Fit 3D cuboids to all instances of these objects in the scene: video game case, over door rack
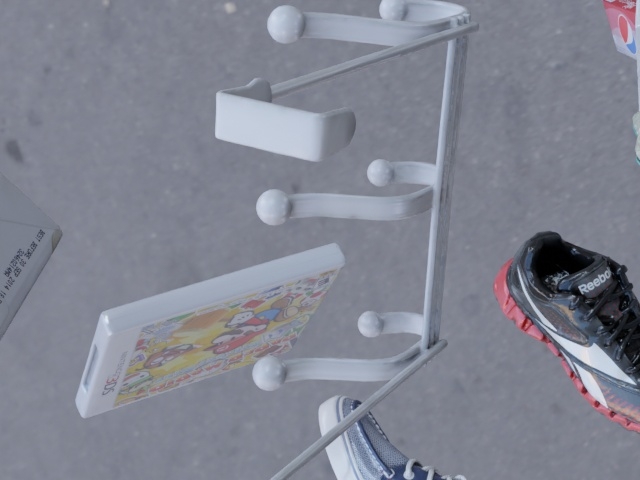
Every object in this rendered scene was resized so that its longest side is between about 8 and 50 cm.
[{"bbox_3d":[-0.104,0.086,1.221,0.026,0.227,0.206,64,154,19],"label":"video game case"},{"bbox_3d":[0.000,0.000,0.737,0.108,0.324,0.240,9,110,16],"label":"over door rack"}]

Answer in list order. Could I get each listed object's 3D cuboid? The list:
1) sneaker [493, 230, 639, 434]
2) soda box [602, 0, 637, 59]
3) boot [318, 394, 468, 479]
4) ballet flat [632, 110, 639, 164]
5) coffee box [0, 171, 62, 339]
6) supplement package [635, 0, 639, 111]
[{"bbox_3d":[0.296,0.093,1.393,0.276,0.097,0.135,46,154,24],"label":"sneaker"},{"bbox_3d":[0.506,-0.313,1.968,0.263,0.083,0.092,-111,0,-72],"label":"soda box"},{"bbox_3d":[0.075,0.176,0.909,0.086,0.069,0.190,-33,74,17],"label":"boot"},{"bbox_3d":[0.406,-0.131,1.589,0.057,0.168,0.052,25,118,-2],"label":"ballet flat"},{"bbox_3d":[-0.323,0.075,0.844,0.297,0.168,0.119,-36,110,25],"label":"coffee box"},{"bbox_3d":[0.504,-0.269,1.668,0.203,0.149,0.194,3,153,16],"label":"supplement package"}]
